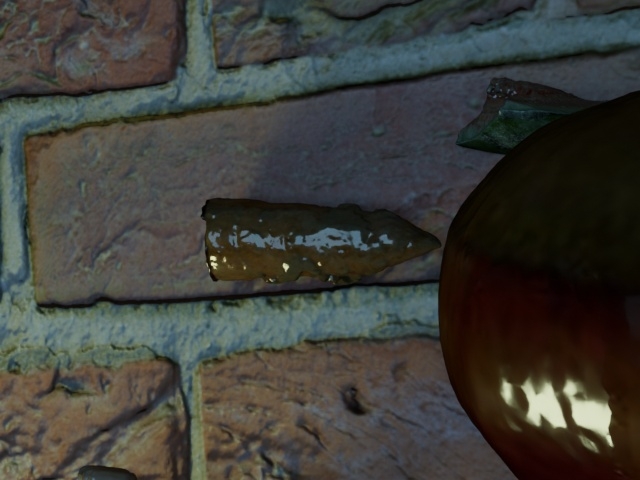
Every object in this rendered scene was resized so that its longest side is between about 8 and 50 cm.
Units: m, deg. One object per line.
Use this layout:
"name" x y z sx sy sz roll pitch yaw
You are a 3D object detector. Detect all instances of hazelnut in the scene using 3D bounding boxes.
"hazelnut" 0.279 0.079 0.758 0.421 0.353 0.421 16 110 51

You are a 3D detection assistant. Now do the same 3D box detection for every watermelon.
"watermelon" 0.223 -0.128 0.942 0.155 0.101 0.080 15 83 9

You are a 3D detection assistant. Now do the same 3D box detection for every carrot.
"carrot" 0.000 0.000 1.004 0.263 0.102 0.102 0 90 17

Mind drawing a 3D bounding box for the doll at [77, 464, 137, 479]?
"doll" -0.230 0.354 0.886 0.119 0.154 0.278 14 68 -17
